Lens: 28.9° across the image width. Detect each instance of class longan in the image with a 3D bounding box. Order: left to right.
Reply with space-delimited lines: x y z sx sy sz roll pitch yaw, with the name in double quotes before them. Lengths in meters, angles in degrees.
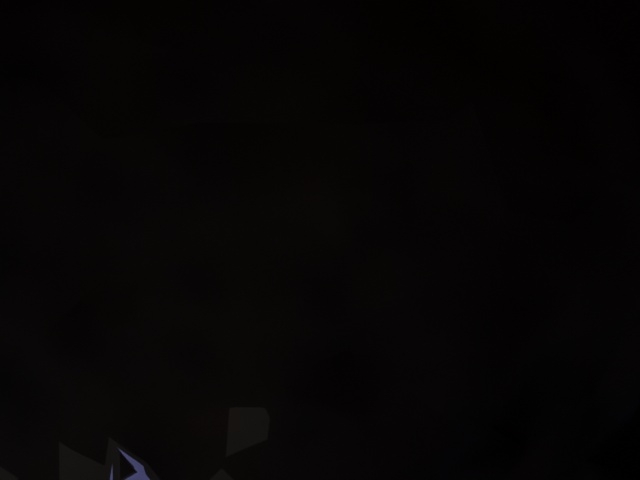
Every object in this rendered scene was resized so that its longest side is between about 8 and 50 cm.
"longan" 0.000 0.000 0.513 0.391 0.391 0.391 25 160 10
